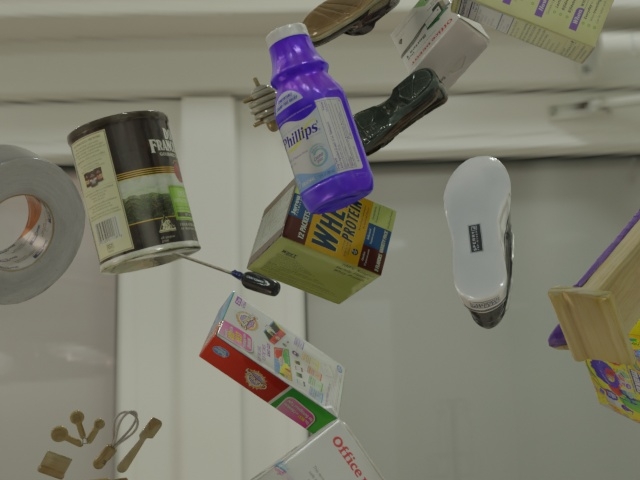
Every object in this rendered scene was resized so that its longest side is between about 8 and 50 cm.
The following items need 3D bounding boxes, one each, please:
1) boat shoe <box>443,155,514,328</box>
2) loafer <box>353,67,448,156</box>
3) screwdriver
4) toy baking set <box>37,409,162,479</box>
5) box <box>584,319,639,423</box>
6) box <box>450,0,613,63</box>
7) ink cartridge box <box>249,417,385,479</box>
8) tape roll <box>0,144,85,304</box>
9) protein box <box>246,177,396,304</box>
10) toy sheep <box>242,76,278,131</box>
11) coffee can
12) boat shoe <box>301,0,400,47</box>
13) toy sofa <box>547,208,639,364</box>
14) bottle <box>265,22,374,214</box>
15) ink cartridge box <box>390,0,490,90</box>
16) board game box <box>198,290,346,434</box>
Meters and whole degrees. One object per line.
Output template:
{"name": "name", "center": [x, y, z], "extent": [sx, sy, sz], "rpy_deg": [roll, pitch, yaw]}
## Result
{"name": "boat shoe", "center": [0.260, 0.001, 1.794], "extent": [0.108, 0.301, 0.102], "rpy_deg": [-9, -40, 12]}
{"name": "loafer", "center": [0.135, -0.225, 2.211], "extent": [0.267, 0.096, 0.084], "rpy_deg": [-36, -46, 14]}
{"name": "screwdriver", "center": [-0.121, 0.035, 1.419], "extent": [0.170, 0.025, 0.024], "rpy_deg": [23, 12, 28]}
{"name": "toy baking set", "center": [-0.460, 0.445, 2.365], "extent": [0.256, 0.197, 0.030], "rpy_deg": [2, 21, -25]}
{"name": "box", "center": [0.713, 0.203, 2.398], "extent": [0.177, 0.279, 0.290], "rpy_deg": [24, -27, 41]}
{"name": "box", "center": [0.366, -0.440, 1.846], "extent": [0.243, 0.213, 0.117], "rpy_deg": [22, -3, 4]}
{"name": "ink cartridge box", "center": [-0.033, 0.504, 2.037], "extent": [0.306, 0.226, 0.131], "rpy_deg": [-32, -6, -26]}
{"name": "tape roll", "center": [-0.446, -0.022, 1.599], "extent": [0.072, 0.219, 0.219], "rpy_deg": [26, 7, 41]}
{"name": "protein box", "center": [0.000, 0.000, 2.087], "extent": [0.200, 0.136, 0.201], "rpy_deg": [22, -25, -14]}
{"name": "toy sheep", "center": [-0.127, -0.311, 2.582], "extent": [0.091, 0.132, 0.091], "rpy_deg": [-23, 9, 4]}
{"name": "coffee can", "center": [-0.363, -0.091, 2.198], "extent": [0.201, 0.275, 0.201], "rpy_deg": [-15, -6, -2]}
{"name": "boat shoe", "center": [0.074, -0.472, 2.353], "extent": [0.103, 0.285, 0.092], "rpy_deg": [24, -36, 38]}
{"name": "toy sofa", "center": [0.531, 0.045, 1.974], "extent": [0.177, 0.150, 0.362], "rpy_deg": [6, 40, 46]}
{"name": "bottle", "center": [-0.010, -0.186, 1.702], "extent": [0.092, 0.283, 0.118], "rpy_deg": [-10, -11, -42]}
{"name": "ink cartridge box", "center": [0.245, -0.420, 2.340], "extent": [0.092, 0.219, 0.160], "rpy_deg": [32, -68, -24]}
{"name": "board game box", "center": [-0.096, 0.264, 2.437], "extent": [0.316, 0.064, 0.242], "rpy_deg": [35, 19, -7]}
